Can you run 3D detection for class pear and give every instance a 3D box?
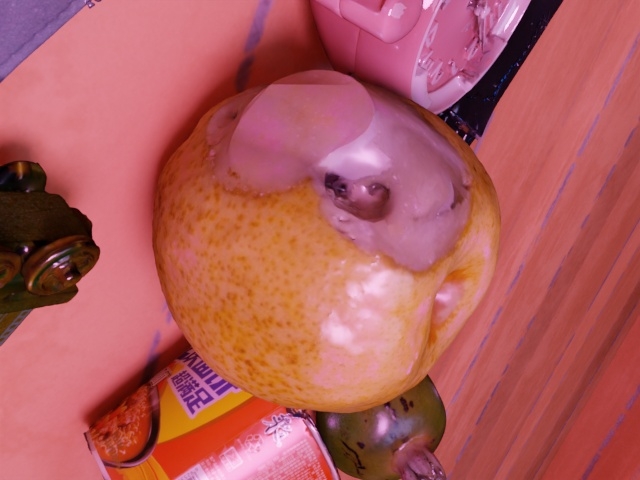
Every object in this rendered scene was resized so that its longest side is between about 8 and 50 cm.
[{"bbox_3d":[0.000,0.000,0.568,0.271,0.271,0.271,-32,141,-30],"label":"pear"}]

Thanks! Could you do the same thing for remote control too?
[{"bbox_3d":[0.153,-0.154,0.798,0.144,0.062,0.399,19,104,-55],"label":"remote control"}]

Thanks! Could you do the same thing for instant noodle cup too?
[{"bbox_3d":[-0.106,0.199,0.681,0.174,0.213,0.213,-31,141,-18],"label":"instant noodle cup"}]

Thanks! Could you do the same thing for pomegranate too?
[{"bbox_3d":[0.093,0.245,0.948,0.179,0.209,0.180,-16,124,-26],"label":"pomegranate"}]

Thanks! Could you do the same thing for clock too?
[{"bbox_3d":[0.088,-0.219,0.608,0.227,0.142,0.241,-51,156,-5],"label":"clock"}]

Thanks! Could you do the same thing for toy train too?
[{"bbox_3d":[-0.234,0.022,0.413,0.137,0.090,0.225,-44,165,20],"label":"toy train"}]

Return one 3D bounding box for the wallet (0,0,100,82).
[{"bbox_3d":[-0.251,-0.124,0.330,0.290,0.054,0.251,-52,148,-4],"label":"wallet"}]
